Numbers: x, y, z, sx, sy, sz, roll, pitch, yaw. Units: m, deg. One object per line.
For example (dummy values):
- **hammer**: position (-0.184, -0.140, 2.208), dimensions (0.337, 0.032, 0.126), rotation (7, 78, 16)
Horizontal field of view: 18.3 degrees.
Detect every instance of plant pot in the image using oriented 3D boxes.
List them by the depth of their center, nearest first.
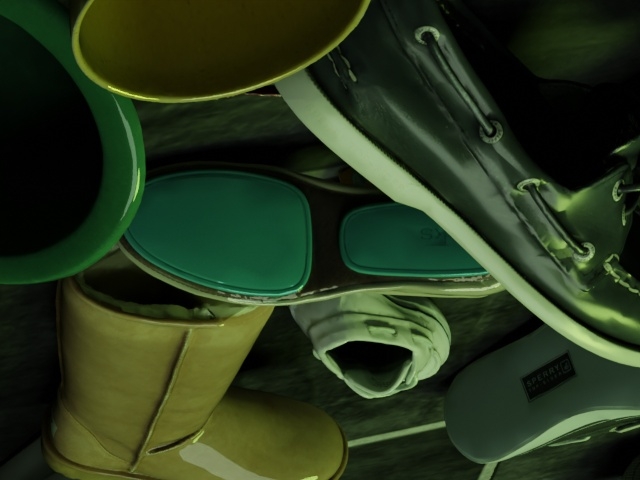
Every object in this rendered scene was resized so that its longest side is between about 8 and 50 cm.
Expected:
- **plant pot**: position (-0.053, -0.137, 0.875), dimensions (0.134, 0.095, 0.134), rotation (-13, 155, -6)

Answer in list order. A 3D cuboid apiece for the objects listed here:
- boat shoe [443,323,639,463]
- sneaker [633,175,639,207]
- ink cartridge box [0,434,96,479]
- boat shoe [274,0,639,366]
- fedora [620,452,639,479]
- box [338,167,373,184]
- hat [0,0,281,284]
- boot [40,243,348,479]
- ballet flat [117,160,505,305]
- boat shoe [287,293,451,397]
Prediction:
- **boat shoe**: position (0.234, 0.099, 1.528), dimensions (0.105, 0.113, 0.306), rotation (-1, 155, -43)
- **sneaker**: position (0.249, -0.053, 1.224), dimensions (0.122, 0.110, 0.283), rotation (-2, 152, -36)
- **ink cartridge box**: position (-0.124, 0.241, 1.530), dimensions (0.233, 0.168, 0.171), rotation (6, 148, -39)
- **boat shoe**: position (0.123, -0.048, 1.079), dimensions (0.340, 0.127, 0.113), rotation (37, 117, -27)
- **fedora**: position (0.390, 0.254, 1.871), dimensions (0.275, 0.243, 0.124), rotation (-10, 127, 5)
- **box**: position (0.074, -0.039, 1.240), dimensions (0.136, 0.028, 0.081), rotation (-21, 155, 16)
- **hat**: position (-0.141, -0.091, 1.005), dimensions (0.173, 0.183, 0.208), rotation (-22, 115, 28)
- **boot**: position (-0.069, 0.093, 1.323), dimensions (0.236, 0.089, 0.269), rotation (3, 150, -14)
- **ballet flat**: position (0.000, 0.000, 1.184), dimensions (0.248, 0.086, 0.086), rotation (6, 153, -2)
- **boat shoe**: position (0.035, 0.077, 1.396), dimensions (0.083, 0.075, 0.226), rotation (-25, 154, 19)
